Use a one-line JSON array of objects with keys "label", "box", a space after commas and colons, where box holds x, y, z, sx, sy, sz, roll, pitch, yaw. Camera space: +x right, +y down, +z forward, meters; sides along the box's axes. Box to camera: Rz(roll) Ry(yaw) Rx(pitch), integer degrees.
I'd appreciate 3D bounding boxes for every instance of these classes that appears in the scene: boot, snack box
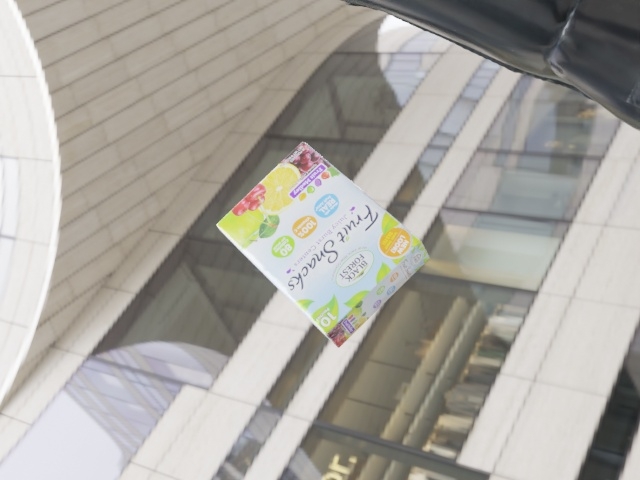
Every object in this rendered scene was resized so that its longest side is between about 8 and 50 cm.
[{"label": "boot", "box": [0.116, -0.131, 0.447, 0.094, 0.207, 0.246, -66, -10, 29]}, {"label": "snack box", "box": [0.000, 0.000, 0.726, 0.100, 0.141, 0.037, -45, -31, -4]}]
